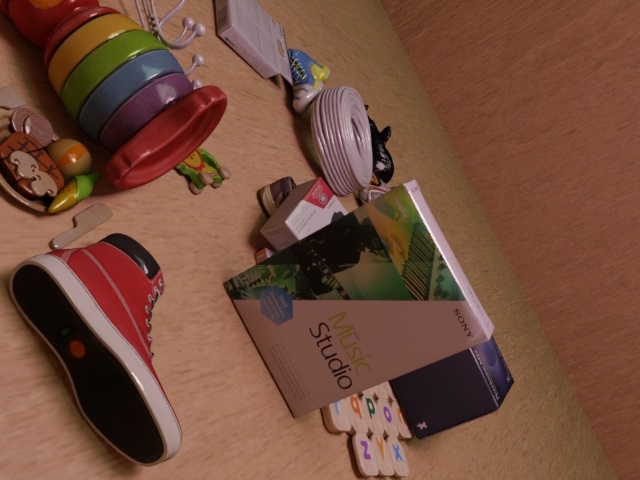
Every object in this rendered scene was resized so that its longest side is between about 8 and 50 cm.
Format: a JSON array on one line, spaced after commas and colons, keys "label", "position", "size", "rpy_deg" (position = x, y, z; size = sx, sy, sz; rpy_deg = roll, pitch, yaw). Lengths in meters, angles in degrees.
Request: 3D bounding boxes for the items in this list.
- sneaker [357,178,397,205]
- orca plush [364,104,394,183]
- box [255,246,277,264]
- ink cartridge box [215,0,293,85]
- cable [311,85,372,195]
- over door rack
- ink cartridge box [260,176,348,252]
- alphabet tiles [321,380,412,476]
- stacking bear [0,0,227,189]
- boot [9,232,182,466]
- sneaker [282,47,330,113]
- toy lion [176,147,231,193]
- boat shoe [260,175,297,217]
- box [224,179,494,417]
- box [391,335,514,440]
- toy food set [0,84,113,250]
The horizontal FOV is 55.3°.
[{"label": "sneaker", "position": [0.165, -0.125, 1.617], "size": [0.093, 0.088, 0.225], "rpy_deg": [61, 24, 2]}, {"label": "orca plush", "position": [0.172, -0.305, 1.803], "size": [0.151, 0.102, 0.287], "rpy_deg": [35, 35, -45]}, {"label": "box", "position": [-0.066, 0.071, 1.025], "size": [0.081, 0.028, 0.136], "rpy_deg": [25, 45, -53]}, {"label": "ink cartridge box", "position": [-0.157, -0.487, 1.421], "size": [0.224, 0.045, 0.223], "rpy_deg": [35, 36, -46]}, {"label": "cable", "position": [0.059, -0.239, 1.466], "size": [0.257, 0.089, 0.257], "rpy_deg": [-37, 115, -69]}, {"label": "over door rack", "position": [-0.258, -0.399, 0.918], "size": [0.324, 0.108, 0.239], "rpy_deg": [62, -14, 0]}, {"label": "ink cartridge box", "position": [0.000, 0.000, 1.058], "size": [0.175, 0.072, 0.127], "rpy_deg": [51, 51, -21]}, {"label": "alphabet tiles", "position": [0.079, 0.281, 1.094], "size": [0.284, 0.021, 0.278], "rpy_deg": [28, 41, -51]}, {"label": "stacking bear", "position": [-0.277, -0.225, 0.781], "size": [0.289, 0.175, 0.164], "rpy_deg": [49, -6, -2]}, {"label": "boot", "position": [-0.196, 0.105, 0.668], "size": [0.244, 0.088, 0.176], "rpy_deg": [58, 23, 1]}, {"label": "sneaker", "position": [-0.056, -0.398, 1.506], "size": [0.126, 0.091, 0.240], "rpy_deg": [36, 30, -10]}, {"label": "toy lion", "position": [-0.199, -0.125, 0.975], "size": [0.096, 0.034, 0.100], "rpy_deg": [54, 24, 1]}, {"label": "boat shoe", "position": [-0.029, -0.015, 1.134], "size": [0.223, 0.073, 0.080], "rpy_deg": [59, 24, -5]}, {"label": "box", "position": [0.044, 0.091, 0.862], "size": [0.232, 0.322, 0.058], "rpy_deg": [61, 24, 1]}, {"label": "box", "position": [0.254, 0.219, 1.284], "size": [0.296, 0.182, 0.294], "rpy_deg": [66, 21, 11]}, {"label": "toy food set", "position": [-0.315, -0.091, 0.695], "size": [0.192, 0.038, 0.132], "rpy_deg": [55, 25, -14]}]
